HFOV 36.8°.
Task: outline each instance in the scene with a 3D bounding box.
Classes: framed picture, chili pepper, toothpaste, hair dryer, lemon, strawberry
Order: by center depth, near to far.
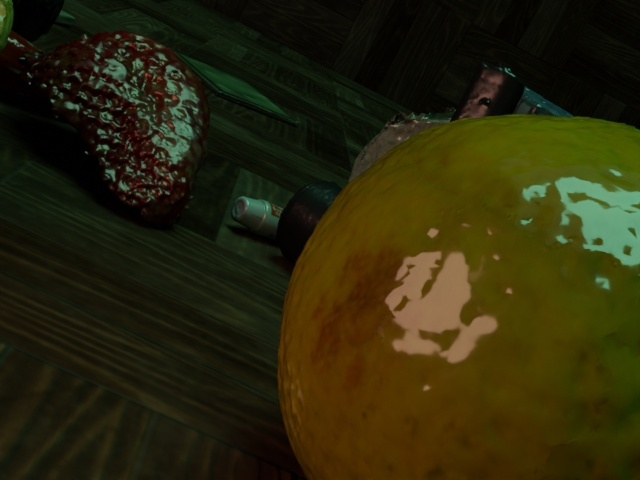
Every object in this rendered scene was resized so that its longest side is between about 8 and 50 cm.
[{"bbox_3d":[0.100,0.058,0.477,0.267,0.267,0.267,26,14,-7],"label":"lemon"},{"bbox_3d":[0.097,-0.042,0.844,0.197,0.251,0.089,33,4,31],"label":"hair dryer"},{"bbox_3d":[-0.162,-0.122,0.866,0.236,0.107,0.175,46,10,15],"label":"strawberry"},{"bbox_3d":[-0.289,-0.161,0.948,0.169,0.065,0.088,28,-10,-31],"label":"chili pepper"},{"bbox_3d":[0.000,0.000,0.963,0.218,0.033,0.052,21,21,-41],"label":"toothpaste"},{"bbox_3d":[-0.153,-0.269,1.684,0.173,0.010,0.231,17,17,-37],"label":"framed picture"}]

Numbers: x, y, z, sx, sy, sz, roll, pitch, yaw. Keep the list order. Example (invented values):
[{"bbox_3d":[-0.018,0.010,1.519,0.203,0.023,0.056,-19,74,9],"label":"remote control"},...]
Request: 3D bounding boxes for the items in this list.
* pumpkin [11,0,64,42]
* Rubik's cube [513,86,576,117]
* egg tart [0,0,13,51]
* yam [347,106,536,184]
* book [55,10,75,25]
[{"bbox_3d":[-0.379,-0.294,1.025,0.221,0.161,0.220,20,5,-2],"label":"pumpkin"},{"bbox_3d":[0.328,-0.089,1.479,0.237,0.238,0.237,24,16,-18],"label":"Rubik's cube"},{"bbox_3d":[-0.348,-0.167,0.600,0.294,0.123,0.294,27,38,-23],"label":"egg tart"},{"bbox_3d":[0.181,-0.027,1.033,0.241,0.241,0.348,33,16,22],"label":"yam"},{"bbox_3d":[-0.498,-0.386,1.427,0.232,0.022,0.162,31,14,16],"label":"book"}]
